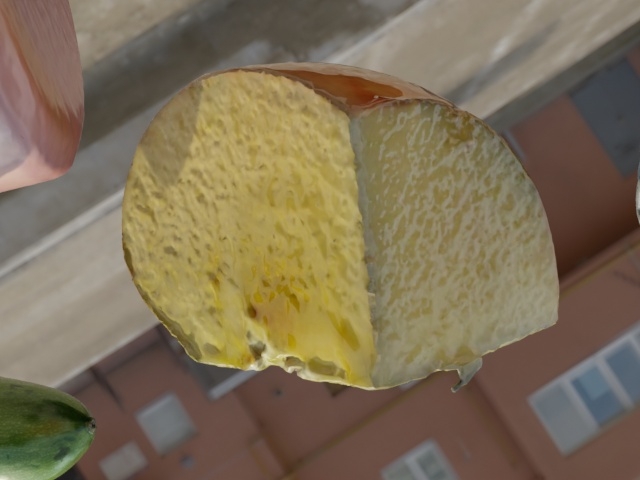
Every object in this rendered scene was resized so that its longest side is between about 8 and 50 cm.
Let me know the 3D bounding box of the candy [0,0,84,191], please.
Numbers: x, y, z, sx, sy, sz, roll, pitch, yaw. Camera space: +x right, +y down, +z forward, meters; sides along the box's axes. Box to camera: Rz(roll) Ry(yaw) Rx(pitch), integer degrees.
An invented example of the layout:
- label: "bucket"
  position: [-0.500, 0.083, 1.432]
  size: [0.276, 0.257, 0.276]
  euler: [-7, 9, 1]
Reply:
- label: "candy"
  position: [-0.211, -0.151, 0.823]
  size: [0.094, 0.255, 0.255]
  euler: [-14, 177, 4]

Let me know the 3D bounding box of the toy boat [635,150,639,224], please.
- label: "toy boat"
  position: [0.407, -0.104, 1.431]
  size: [0.129, 0.142, 0.309]
  euler: [14, 136, -22]

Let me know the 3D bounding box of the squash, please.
- label: "squash"
  position: [-0.374, 0.149, 1.249]
  size: [0.394, 0.107, 0.107]
  euler: [9, -169, 18]

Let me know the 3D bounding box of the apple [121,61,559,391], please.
- label: "apple"
  position: [0.000, 0.000, 1.152]
  size: [0.309, 0.314, 0.252]
  euler: [11, -113, 52]
